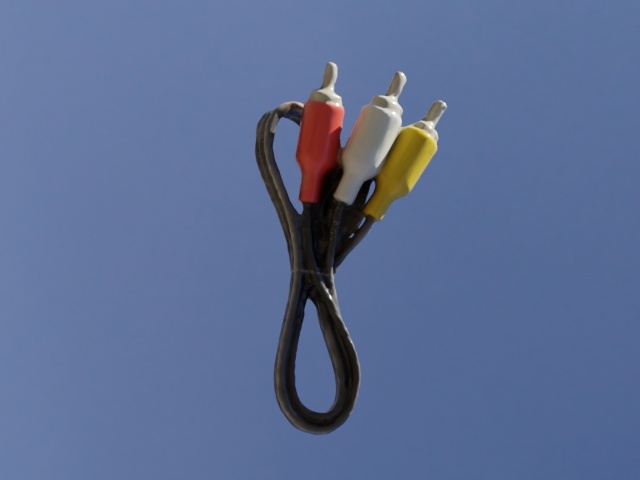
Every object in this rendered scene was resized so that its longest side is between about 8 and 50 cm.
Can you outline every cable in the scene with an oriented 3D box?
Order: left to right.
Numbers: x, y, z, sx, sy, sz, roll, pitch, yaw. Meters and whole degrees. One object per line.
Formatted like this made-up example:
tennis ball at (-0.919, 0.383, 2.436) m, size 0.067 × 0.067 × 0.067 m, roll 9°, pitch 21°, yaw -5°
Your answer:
cable at (0.000, 0.000, 1.382) m, size 0.072 × 0.139 × 0.287 m, roll 137°, pitch -31°, yaw -71°
